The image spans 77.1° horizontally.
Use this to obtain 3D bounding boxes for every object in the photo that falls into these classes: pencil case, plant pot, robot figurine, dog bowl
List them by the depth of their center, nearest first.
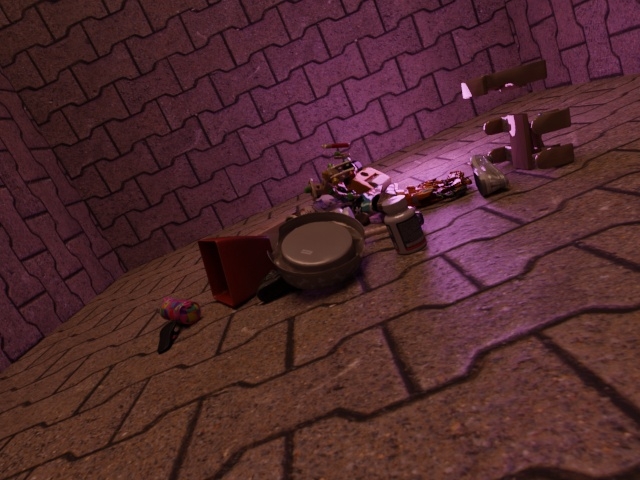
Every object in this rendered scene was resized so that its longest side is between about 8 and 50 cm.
[{"bbox_3d":[-0.009,0.035,1.414,0.349,0.102,0.348,-7,37,5],"label":"dog bowl"},{"bbox_3d":[-0.586,0.289,1.660,0.237,0.104,0.104,-4,25,47],"label":"pencil case"},{"bbox_3d":[-0.331,0.096,1.674,0.236,0.266,0.267,-19,10,-30],"label":"plant pot"},{"bbox_3d":[0.508,-0.225,1.753,0.291,0.084,0.211,-16,18,29],"label":"robot figurine"},{"bbox_3d":[-0.003,-0.143,2.124,0.410,0.159,0.184,-36,4,-37],"label":"pencil case"}]

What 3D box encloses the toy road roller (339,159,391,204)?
[{"bbox_3d":[0.223,-0.292,2.311,0.330,0.240,0.202,28,42,23],"label":"toy road roller"}]

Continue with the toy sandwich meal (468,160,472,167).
[{"bbox_3d":[0.778,-0.387,2.004,0.086,0.029,0.085,-16,26,8],"label":"toy sandwich meal"}]

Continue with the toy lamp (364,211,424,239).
[{"bbox_3d":[0.261,-0.049,1.550,0.275,0.080,0.080,-17,17,27],"label":"toy lamp"}]

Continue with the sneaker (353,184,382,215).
[{"bbox_3d":[0.243,-0.208,2.012,0.121,0.108,0.302,4,25,16],"label":"sneaker"}]

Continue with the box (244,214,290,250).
[{"bbox_3d":[-0.276,-0.018,2.195,0.311,0.121,0.148,-30,17,-21],"label":"box"}]

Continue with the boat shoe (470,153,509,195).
[{"bbox_3d":[0.675,-0.275,1.622,0.103,0.118,0.320,-13,22,19],"label":"boat shoe"}]

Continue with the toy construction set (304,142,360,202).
[{"bbox_3d":[0.038,-0.329,2.008,0.238,0.308,0.257,-4,-5,-11],"label":"toy construction set"}]

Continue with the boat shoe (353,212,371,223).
[{"bbox_3d":[0.168,-0.095,1.905,0.060,0.064,0.178,4,-7,-44],"label":"boat shoe"}]

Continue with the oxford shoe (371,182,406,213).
[{"bbox_3d":[0.287,-0.184,1.784,0.133,0.129,0.363,-6,8,2],"label":"oxford shoe"}]

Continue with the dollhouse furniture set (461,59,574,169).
[{"bbox_3d":[0.750,-0.471,1.598,0.257,0.393,0.362,-15,16,-2],"label":"dollhouse furniture set"}]

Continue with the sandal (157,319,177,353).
[{"bbox_3d":[-0.575,0.368,1.516,0.067,0.040,0.179,-29,29,6],"label":"sandal"}]

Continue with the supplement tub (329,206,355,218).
[{"bbox_3d":[0.053,-0.056,1.769,0.200,0.144,0.144,-20,15,14],"label":"supplement tub"}]

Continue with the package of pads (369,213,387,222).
[{"bbox_3d":[0.265,-0.102,1.811,0.050,0.031,0.083,-28,15,-28],"label":"package of pads"}]

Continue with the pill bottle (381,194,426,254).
[{"bbox_3d":[0.276,-0.054,1.343,0.108,0.180,0.108,-23,15,7],"label":"pill bottle"}]

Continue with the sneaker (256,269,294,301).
[{"bbox_3d":[-0.132,0.137,1.504,0.228,0.087,0.130,-29,21,5],"label":"sneaker"}]
